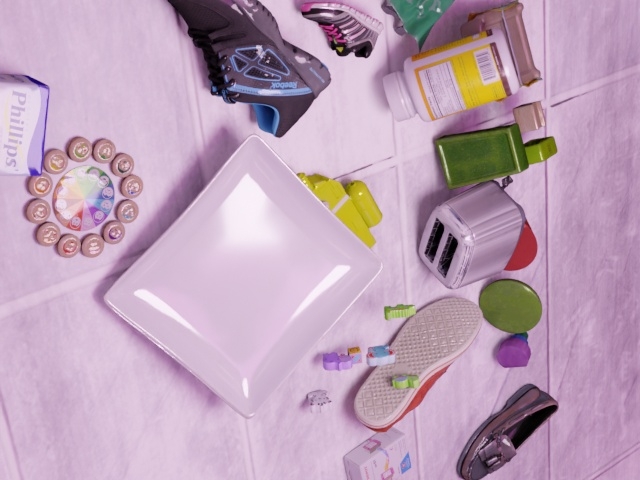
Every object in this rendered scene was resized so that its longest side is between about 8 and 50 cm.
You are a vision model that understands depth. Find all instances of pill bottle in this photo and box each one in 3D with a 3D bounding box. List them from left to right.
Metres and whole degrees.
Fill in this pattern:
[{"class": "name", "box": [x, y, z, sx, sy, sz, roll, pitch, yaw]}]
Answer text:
[{"class": "pill bottle", "box": [0.219, -0.273, 1.811, 0.215, 0.117, 0.117, -17, 126, 13]}]

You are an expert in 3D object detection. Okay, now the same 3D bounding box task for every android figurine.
[{"class": "android figurine", "box": [0.000, 0.000, 1.830, 0.248, 0.056, 0.272, -46, 131, -17]}]

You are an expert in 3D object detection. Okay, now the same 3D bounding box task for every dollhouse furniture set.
[{"class": "dollhouse furniture set", "box": [0.304, -0.272, 1.976, 0.198, 0.151, 0.301, -29, 105, -52]}]

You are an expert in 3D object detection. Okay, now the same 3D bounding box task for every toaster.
[{"class": "toaster", "box": [0.278, -0.011, 1.975, 0.147, 0.129, 0.227, -24, 150, -27]}]

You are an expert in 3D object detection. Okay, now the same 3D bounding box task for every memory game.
[{"class": "memory game", "box": [-0.341, -0.061, 1.551, 0.186, 0.012, 0.186, -15, 115, -35]}]

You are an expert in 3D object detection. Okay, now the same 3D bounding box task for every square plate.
[{"class": "square plate", "box": [-0.116, 0.061, 1.710, 0.347, 0.049, 0.344, -48, 119, -6]}]

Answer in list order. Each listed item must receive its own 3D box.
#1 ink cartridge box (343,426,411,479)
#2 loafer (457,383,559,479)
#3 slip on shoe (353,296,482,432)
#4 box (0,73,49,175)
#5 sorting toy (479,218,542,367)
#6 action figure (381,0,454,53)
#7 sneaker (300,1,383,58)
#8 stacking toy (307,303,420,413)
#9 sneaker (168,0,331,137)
[{"class": "ink cartridge box", "box": [0.112, 0.431, 2.079, 0.122, 0.052, 0.088, -29, 122, -28]}, {"class": "loafer", "box": [0.404, 0.418, 2.295, 0.267, 0.084, 0.096, -45, 129, -19]}, {"class": "slip on shoe", "box": [0.186, 0.235, 2.044, 0.331, 0.123, 0.101, -46, 156, -20]}, {"class": "box", "box": [-0.435, -0.153, 1.400, 0.137, 0.072, 0.126, -3, 108, -40]}, {"class": "sorting toy", "box": [0.399, 0.085, 2.182, 0.126, 0.127, 0.365, -54, 142, -52]}, {"class": "action figure", "box": [0.206, -0.448, 1.830, 0.232, 0.063, 0.137, -45, 127, -13]}, {"class": "sneaker", "box": [0.033, -0.337, 1.726, 0.170, 0.063, 0.074, 10, 93, -46]}, {"class": "stacking toy", "box": [0.070, 0.211, 1.908, 0.221, 0.052, 0.166, -10, 115, -6]}, {"class": "sneaker", "box": [-0.123, -0.278, 1.580, 0.341, 0.125, 0.139, 36, 87, -39]}]
